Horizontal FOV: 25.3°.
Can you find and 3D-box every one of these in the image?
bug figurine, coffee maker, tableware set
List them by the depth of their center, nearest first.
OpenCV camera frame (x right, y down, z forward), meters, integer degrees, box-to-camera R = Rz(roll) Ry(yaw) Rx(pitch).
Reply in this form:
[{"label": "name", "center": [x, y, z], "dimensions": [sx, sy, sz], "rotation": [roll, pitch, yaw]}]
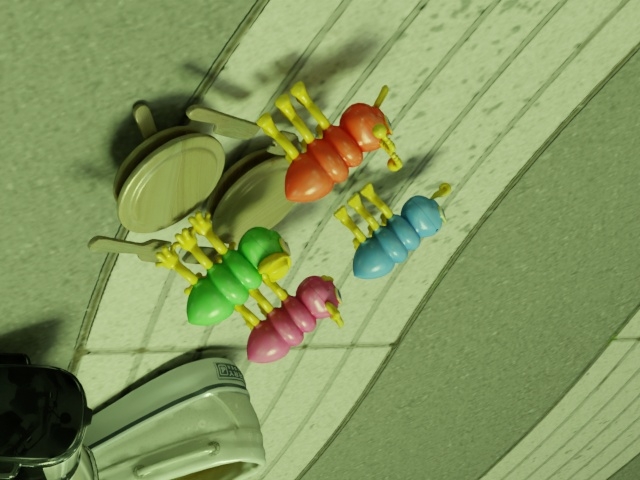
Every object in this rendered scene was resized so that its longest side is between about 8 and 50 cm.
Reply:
[{"label": "tableware set", "center": [-0.082, -0.042, 1.025], "dimensions": [0.128, 0.039, 0.194], "rotation": [-51, 153, 17]}, {"label": "bug figurine", "center": [0.000, 0.000, 1.075], "dimensions": [0.216, 0.072, 0.279], "rotation": [-43, 155, 0]}, {"label": "coffee maker", "center": [-0.266, 0.179, 1.148], "dimensions": [0.171, 0.120, 0.178], "rotation": [-19, 151, -15]}]

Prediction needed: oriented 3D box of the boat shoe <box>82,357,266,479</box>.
[{"label": "boat shoe", "center": [-0.202, 0.264, 1.310], "dimensions": [0.367, 0.156, 0.136], "rotation": [-31, 152, 10]}]
